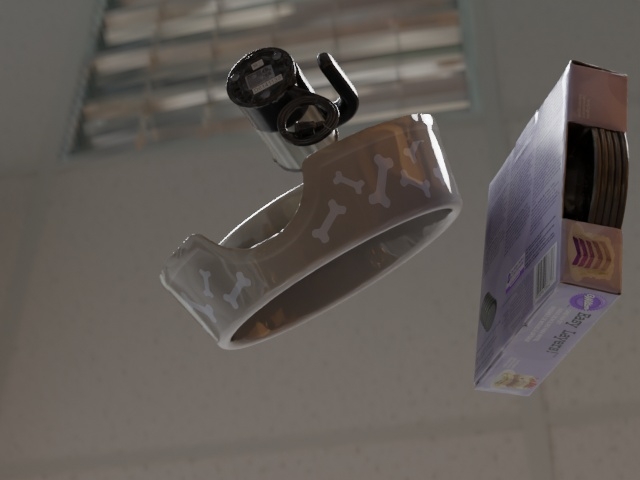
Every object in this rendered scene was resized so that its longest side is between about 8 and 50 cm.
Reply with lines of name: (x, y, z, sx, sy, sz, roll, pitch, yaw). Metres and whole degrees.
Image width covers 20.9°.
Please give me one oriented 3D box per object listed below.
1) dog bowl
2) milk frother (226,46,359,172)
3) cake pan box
dog bowl: (0.000, 0.000, 1.879, 0.349, 0.349, 0.102, -26, -102, -21)
milk frother: (-0.023, -0.128, 1.956, 0.129, 0.135, 0.143, -13, -127, 19)
cake pan box: (0.224, -0.008, 1.695, 0.070, 0.267, 0.246, 10, -120, -9)
